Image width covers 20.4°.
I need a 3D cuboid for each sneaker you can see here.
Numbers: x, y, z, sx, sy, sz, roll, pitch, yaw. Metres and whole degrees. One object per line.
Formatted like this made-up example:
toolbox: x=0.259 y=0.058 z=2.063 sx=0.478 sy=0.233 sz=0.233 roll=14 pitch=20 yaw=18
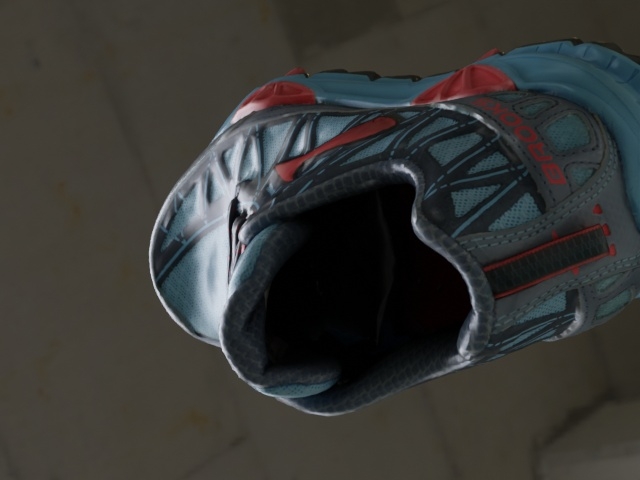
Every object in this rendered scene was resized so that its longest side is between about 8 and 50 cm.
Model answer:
sneaker: x=0.000 y=0.000 z=0.592 sx=0.125 sy=0.262 sz=0.104 roll=-31 pitch=-80 yaw=-35
